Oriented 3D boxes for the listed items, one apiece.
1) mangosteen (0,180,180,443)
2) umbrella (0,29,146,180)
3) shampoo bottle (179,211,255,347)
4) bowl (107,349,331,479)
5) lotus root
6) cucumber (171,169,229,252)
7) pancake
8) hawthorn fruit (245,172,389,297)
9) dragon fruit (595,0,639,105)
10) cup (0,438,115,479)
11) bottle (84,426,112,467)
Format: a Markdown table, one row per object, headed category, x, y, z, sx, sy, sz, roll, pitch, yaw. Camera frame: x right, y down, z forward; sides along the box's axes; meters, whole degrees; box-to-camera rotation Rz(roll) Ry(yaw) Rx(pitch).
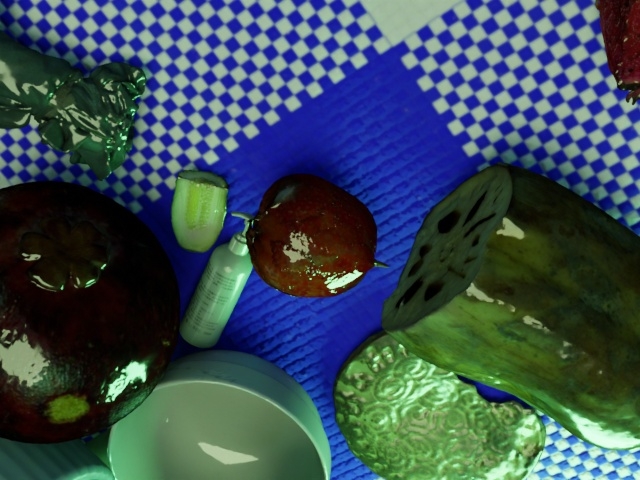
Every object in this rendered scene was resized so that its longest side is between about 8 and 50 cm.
| category | x | y | z | sx | sy | sz | roll | pitch | yaw |
| --- | --- | --- | --- | --- | --- | --- | --- | --- | --- |
| mangosteen | -0.325 | 0.101 | 1.189 | 0.306 | 0.306 | 0.359 | 25 | 140 | -4 |
| umbrella | -0.367 | -0.196 | 1.139 | 0.348 | 0.094 | 0.143 | 23 | 101 | -10 |
| shampoo bottle | -0.119 | 0.047 | 1.251 | 0.056 | 0.056 | 0.195 | 26 | 120 | -5 |
| bowl | -0.120 | 0.257 | 1.316 | 0.286 | 0.144 | 0.287 | 4 | 118 | 8 |
| lotus root | 0.265 | 0.088 | 1.105 | 0.346 | 0.250 | 0.250 | 33 | 119 | -9 |
| cucumber | -0.148 | -0.036 | 1.223 | 0.067 | 0.035 | 0.107 | 10 | 126 | -8 |
| pancake | 0.156 | 0.226 | 1.318 | 0.288 | 0.033 | 0.286 | 13 | 118 | 2 |
| hawthorn fruit | 0.000 | 0.000 | 1.160 | 0.172 | 0.148 | 0.148 | 14 | 121 | -12 |
| dragon fruit | 0.365 | -0.271 | 0.963 | 0.161 | 0.126 | 0.274 | 2 | 129 | -2 |
| cup | -0.458 | 0.322 | 1.276 | 0.311 | 0.256 | 0.331 | 34 | 115 | 22 |
| bottle | -0.340 | 0.334 | 1.439 | 0.201 | 0.072 | 0.072 | -33 | 108 | 25 |
